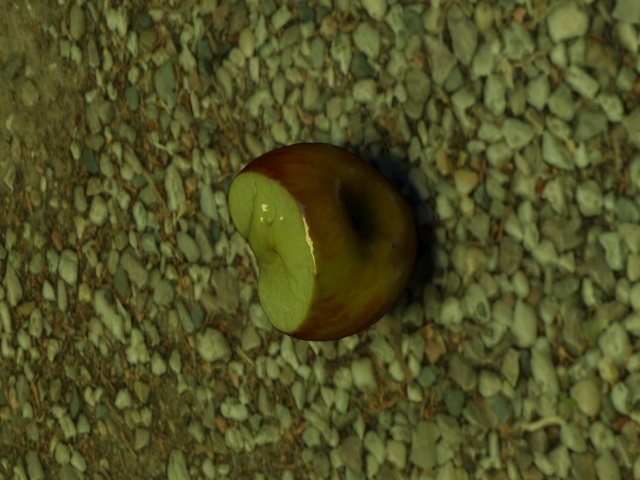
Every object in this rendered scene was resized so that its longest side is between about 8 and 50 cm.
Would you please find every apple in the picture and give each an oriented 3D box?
[{"bbox_3d":[0.000,0.000,1.805,0.173,0.160,0.195,-29,74,43],"label":"apple"}]
